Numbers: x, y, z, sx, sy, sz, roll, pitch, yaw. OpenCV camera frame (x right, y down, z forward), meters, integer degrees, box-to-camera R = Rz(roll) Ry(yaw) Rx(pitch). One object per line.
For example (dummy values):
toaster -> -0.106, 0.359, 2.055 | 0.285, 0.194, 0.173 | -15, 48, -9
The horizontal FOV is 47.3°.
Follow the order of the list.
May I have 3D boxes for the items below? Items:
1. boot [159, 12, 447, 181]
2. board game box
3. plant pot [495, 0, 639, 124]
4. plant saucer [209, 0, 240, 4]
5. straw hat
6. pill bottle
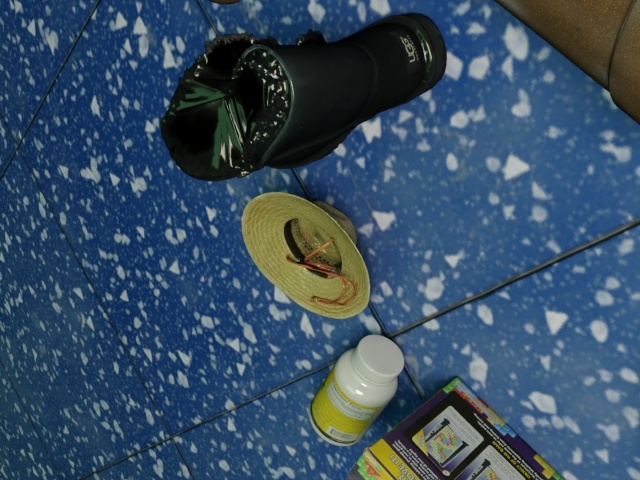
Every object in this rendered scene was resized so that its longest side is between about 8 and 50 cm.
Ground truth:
boot -> -0.046, -0.102, 0.583 | 0.246, 0.207, 0.094 | -18, 95, 47
board game box -> 0.129, 0.213, 0.603 | 0.170, 0.141, 0.048 | 44, 133, 22
plant pot -> 0.174, -0.156, 0.391 | 0.165, 0.167, 0.167 | 45, 134, 30
plant saucer -> -0.106, -0.307, 0.680 | 0.168, 0.029, 0.168 | 20, 121, 36
straw hat -> 0.000, 0.000, 0.691 | 0.145, 0.061, 0.144 | 23, 137, 23
pill bottle -> 0.037, 0.146, 0.717 | 0.065, 0.065, 0.116 | 45, 133, 20
